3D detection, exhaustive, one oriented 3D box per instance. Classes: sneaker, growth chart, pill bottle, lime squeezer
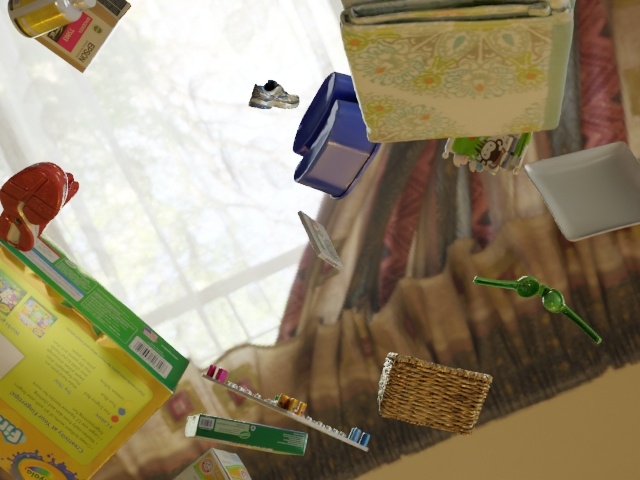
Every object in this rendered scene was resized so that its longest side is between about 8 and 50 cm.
[{"bbox_3d":[-0.403,-0.082,1.225,0.221,0.087,0.128,-34,-156,48],"label":"sneaker"},{"bbox_3d":[0.437,-0.257,2.184,0.237,0.172,0.021,21,-164,34],"label":"growth chart"},{"bbox_3d":[-0.615,-0.541,1.924,0.184,0.103,0.103,-16,-159,15],"label":"pill bottle"},{"bbox_3d":[0.511,0.133,1.936,0.310,0.059,0.110,27,-163,11],"label":"lime squeezer"},{"bbox_3d":[-0.088,-0.298,1.702,0.052,0.058,0.135,18,-160,36],"label":"sneaker"}]

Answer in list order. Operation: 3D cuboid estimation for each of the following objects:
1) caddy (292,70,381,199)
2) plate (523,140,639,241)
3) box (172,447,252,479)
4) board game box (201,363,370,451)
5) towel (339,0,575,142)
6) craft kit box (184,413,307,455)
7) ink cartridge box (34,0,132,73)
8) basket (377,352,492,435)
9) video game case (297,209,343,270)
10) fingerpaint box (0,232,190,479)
[{"bbox_3d":[0.063,-0.261,2.116,0.341,0.179,0.241,125,-28,-43],"label":"caddy"},{"bbox_3d":[0.674,-0.115,2.049,0.277,0.045,0.278,-13,-133,-6],"label":"plate"},{"bbox_3d":[-0.249,0.536,1.731,0.203,0.114,0.103,-41,-121,6],"label":"box"},{"bbox_3d":[-0.097,0.489,2.460,0.390,0.390,0.050,13,-106,43],"label":"board game box"},{"bbox_3d":[0.208,-0.266,1.258,0.321,0.374,0.090,-1,-112,11],"label":"towel"},{"bbox_3d":[-0.180,0.451,1.940,0.250,0.061,0.246,13,167,-11],"label":"craft kit box"},{"bbox_3d":[-0.626,-0.571,2.139,0.235,0.193,0.088,-38,-157,42],"label":"ink cartridge box"},{"bbox_3d":[0.337,0.408,2.483,0.299,0.223,0.213,12,-155,1],"label":"basket"},{"bbox_3d":[0.000,0.000,2.363,0.019,0.143,0.157,-34,-121,14],"label":"video game case"},{"bbox_3d":[-0.550,0.242,1.643,0.371,0.445,0.163,-46,-173,13],"label":"fingerpaint box"}]
